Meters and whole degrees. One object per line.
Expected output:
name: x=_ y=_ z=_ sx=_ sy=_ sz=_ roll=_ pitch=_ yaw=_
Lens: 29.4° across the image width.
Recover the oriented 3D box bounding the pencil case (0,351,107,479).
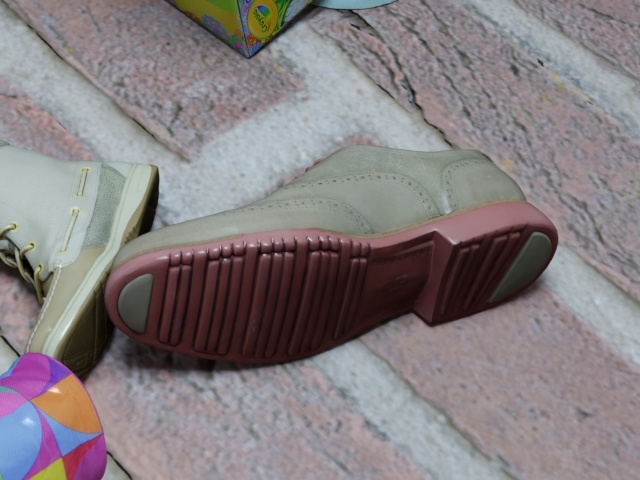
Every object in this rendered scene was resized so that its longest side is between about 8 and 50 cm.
pencil case: x=-0.240 y=0.153 z=0.718 sx=0.104 sy=0.104 sz=0.236 roll=41 pitch=44 yaw=24

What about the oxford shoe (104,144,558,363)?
oxford shoe: x=0.000 y=0.000 z=0.907 sx=0.348 sy=0.123 sz=0.130 roll=-5 pitch=47 yaw=-27

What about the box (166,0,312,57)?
box: x=-0.045 y=-0.370 z=1.052 sx=0.177 sy=0.290 sz=0.279 roll=37 pitch=70 yaw=21

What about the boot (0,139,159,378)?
boot: x=-0.220 y=0.006 z=0.885 sx=0.165 sy=0.077 sz=0.213 roll=13 pitch=44 yaw=2

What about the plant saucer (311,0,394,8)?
plant saucer: x=0.016 y=-0.306 z=1.215 sx=0.195 sy=0.037 sz=0.195 roll=4 pitch=49 yaw=-5
